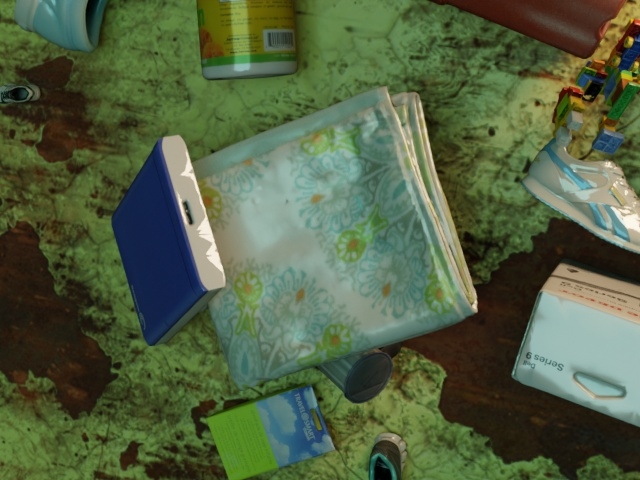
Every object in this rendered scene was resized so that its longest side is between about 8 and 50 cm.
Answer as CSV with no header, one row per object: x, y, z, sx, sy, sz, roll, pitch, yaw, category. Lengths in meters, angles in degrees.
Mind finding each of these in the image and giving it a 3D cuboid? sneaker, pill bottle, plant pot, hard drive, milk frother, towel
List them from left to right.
-0.474,-0.227,1.894,0.083,0.037,0.032,-5,97,18,sneaker
-0.305,-0.441,1.780,0.150,0.135,0.366,30,113,3,sneaker
-0.218,0.010,1.706,0.040,0.318,0.210,-13,78,-24,hard drive
-0.106,-0.351,1.718,0.136,0.136,0.246,-2,96,17,pill bottle
0.000,0.000,1.631,0.374,0.090,0.321,-19,83,22,towel
0.030,0.128,1.717,0.129,0.143,0.134,-49,46,-4,milk frother
0.092,0.366,1.778,0.065,0.076,0.167,-5,95,18,sneaker
0.269,-0.376,1.554,0.265,0.272,0.272,28,104,3,plant pot
0.384,-0.053,1.637,0.228,0.087,0.092,32,102,9,sneaker

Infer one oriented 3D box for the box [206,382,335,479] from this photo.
-0.070,0.285,1.833,0.178,0.042,0.109,-20,91,17,box

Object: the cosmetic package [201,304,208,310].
-0.106,-0.010,1.781,0.060,0.099,0.239,39,106,6,cosmetic package

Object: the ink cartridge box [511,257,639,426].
0.374,0.126,1.554,0.211,0.289,0.122,19,102,13,ink cartridge box

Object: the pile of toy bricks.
0.385,-0.213,1.576,0.118,0.105,0.212,15,139,-11,pile of toy bricks
